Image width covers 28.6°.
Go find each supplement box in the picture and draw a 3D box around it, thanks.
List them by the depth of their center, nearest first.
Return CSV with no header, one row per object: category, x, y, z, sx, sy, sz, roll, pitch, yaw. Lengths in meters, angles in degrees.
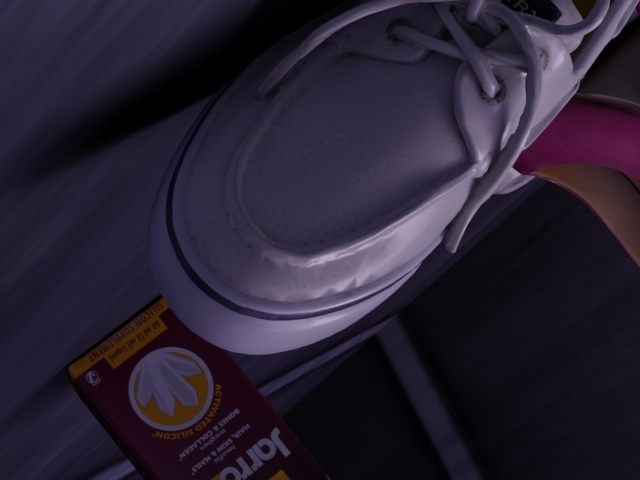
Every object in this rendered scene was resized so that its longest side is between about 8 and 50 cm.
supplement box,-0.094,0.145,0.954,0.104,0.188,0.081,-38,172,-17

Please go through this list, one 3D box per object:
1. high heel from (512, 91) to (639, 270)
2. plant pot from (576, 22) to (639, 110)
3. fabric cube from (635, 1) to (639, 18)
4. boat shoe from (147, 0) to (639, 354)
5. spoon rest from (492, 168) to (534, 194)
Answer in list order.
high heel,0.267,-0.012,1.112,0.127,0.377,0.181,162,-55,-76
plant pot,0.505,-0.222,1.686,0.274,0.256,0.256,-56,176,-12
fabric cube,0.488,-0.216,1.144,0.259,0.254,0.258,-37,-160,-23
boat shoe,0.071,-0.093,0.599,0.367,0.136,0.156,-39,173,-34
spoon rest,0.321,-0.140,1.836,0.276,0.084,0.137,-21,162,-28
